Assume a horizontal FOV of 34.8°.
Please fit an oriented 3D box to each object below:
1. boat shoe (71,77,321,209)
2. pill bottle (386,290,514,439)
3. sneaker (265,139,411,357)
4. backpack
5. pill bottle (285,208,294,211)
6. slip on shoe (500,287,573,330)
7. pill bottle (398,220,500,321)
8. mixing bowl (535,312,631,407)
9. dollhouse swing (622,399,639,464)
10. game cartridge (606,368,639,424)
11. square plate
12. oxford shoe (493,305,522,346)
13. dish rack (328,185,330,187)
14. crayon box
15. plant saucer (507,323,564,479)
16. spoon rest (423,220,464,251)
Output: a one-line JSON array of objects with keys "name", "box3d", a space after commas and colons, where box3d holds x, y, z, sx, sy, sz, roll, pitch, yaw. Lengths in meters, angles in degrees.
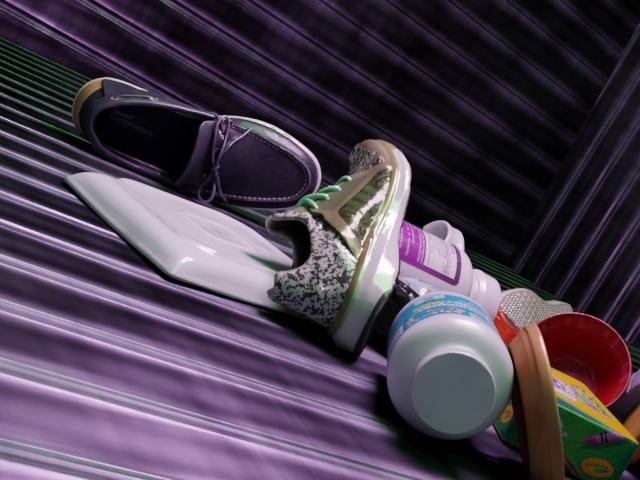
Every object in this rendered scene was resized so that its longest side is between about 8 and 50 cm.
[{"name": "boat shoe", "box3d": [-0.228, -0.167, 1.950, 0.500, 0.186, 0.156, 20, 15, -19]}, {"name": "pill bottle", "box3d": [0.152, 0.150, 1.226, 0.146, 0.146, 0.264, 28, 7, 0]}, {"name": "sneaker", "box3d": [0.019, -0.030, 1.461, 0.182, 0.158, 0.410, 21, 38, -10]}, {"name": "backpack", "box3d": [0.144, 0.117, 1.554, 0.182, 0.115, 0.152, 24, 5, -45]}, {"name": "pill bottle", "box3d": [0.002, -0.032, 2.174, 0.152, 0.086, 0.086, 23, 9, -29]}, {"name": "slip on shoe", "box3d": [0.492, 0.183, 2.440, 0.101, 0.123, 0.331, -8, -12, 38]}, {"name": "pill bottle", "box3d": [0.146, 0.063, 1.717, 0.302, 0.169, 0.169, 25, 8, -20]}, {"name": "mixing bowl", "box3d": [0.423, 0.222, 1.726, 0.181, 0.181, 0.098, 30, -23, 19]}, {"name": "dollhouse swing", "box3d": [0.604, 0.400, 1.472, 0.347, 0.305, 0.315, 28, -34, 8]}, {"name": "game cartridge", "box3d": [0.655, 0.321, 1.658, 0.355, 0.068, 0.230, 32, -29, 2]}, {"name": "square plate", "box3d": [-0.159, 0.004, 1.494, 0.344, 0.049, 0.347, 20, 11, -43]}, {"name": "oxford shoe", "box3d": [0.336, 0.190, 1.908, 0.098, 0.097, 0.271, 43, 5, -32]}, {"name": "dish rack", "box3d": [0.164, 0.001, 2.157, 0.333, 0.072, 0.285, 47, 2, -17]}, {"name": "crayon box", "box3d": [0.323, 0.241, 1.459, 0.165, 0.081, 0.278, 27, 7, -5]}, {"name": "plant saucer", "box3d": [0.249, 0.199, 1.200, 0.037, 0.199, 0.200, -7, 5, 5]}, {"name": "spoon rest", "box3d": [0.230, 0.059, 1.969, 0.137, 0.084, 0.276, 32, 40, -19]}]
